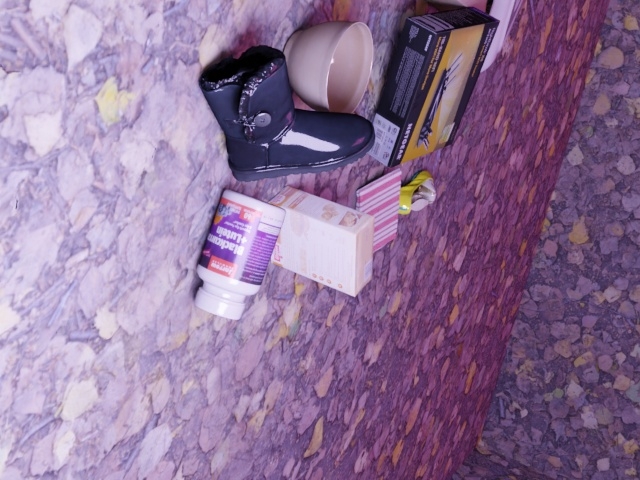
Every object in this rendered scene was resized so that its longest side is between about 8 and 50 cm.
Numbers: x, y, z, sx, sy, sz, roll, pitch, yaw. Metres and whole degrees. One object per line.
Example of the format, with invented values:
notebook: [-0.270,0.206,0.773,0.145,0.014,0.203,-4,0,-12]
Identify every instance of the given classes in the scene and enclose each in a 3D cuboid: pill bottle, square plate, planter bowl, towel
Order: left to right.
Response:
pill bottle: [-0.135,0.024,1.301,0.108,0.108,0.193,15,94,-65]
planter bowl: [0.004,-0.290,1.340,0.162,0.109,0.162,-45,145,-45]
towel: [0.125,-0.058,1.837,0.144,0.029,0.197,-30,135,-39]
square plate: [0.479,-0.632,1.990,0.344,0.049,0.347,89,24,-64]

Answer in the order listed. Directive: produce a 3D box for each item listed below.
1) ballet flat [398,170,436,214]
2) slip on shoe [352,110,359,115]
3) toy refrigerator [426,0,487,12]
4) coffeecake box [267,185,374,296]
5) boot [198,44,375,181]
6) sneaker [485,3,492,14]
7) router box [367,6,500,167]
ballet flat: [0.238,-0.111,1.978,0.231,0.077,0.077,-32,135,-53]
slip on shoe: [0.053,-0.234,1.560,0.135,0.041,0.051,12,97,-64]
toy refrigerator: [0.273,-0.550,1.708,0.269,0.094,0.102,-7,107,-63]
coffeecake box: [0.000,0.000,1.461,0.068,0.185,0.142,-44,145,-42]
boot: [-0.043,-0.197,1.213,0.207,0.247,0.094,79,-2,-51]
sneaker: [0.427,-0.567,2.076,0.037,0.032,0.083,-42,151,-67]
router box: [0.233,-0.324,1.698,0.243,0.081,0.308,-25,142,-43]
